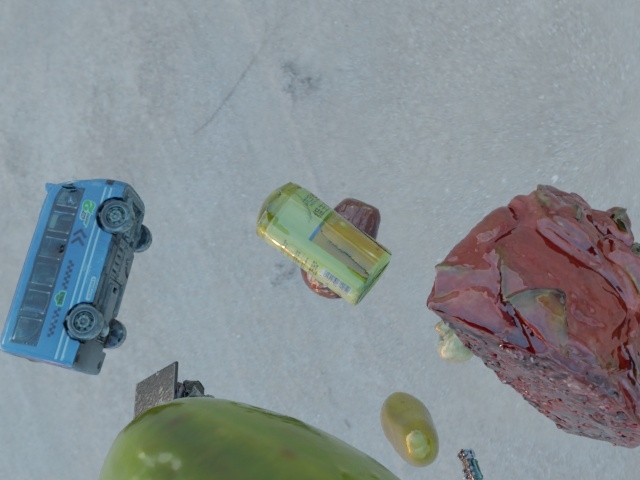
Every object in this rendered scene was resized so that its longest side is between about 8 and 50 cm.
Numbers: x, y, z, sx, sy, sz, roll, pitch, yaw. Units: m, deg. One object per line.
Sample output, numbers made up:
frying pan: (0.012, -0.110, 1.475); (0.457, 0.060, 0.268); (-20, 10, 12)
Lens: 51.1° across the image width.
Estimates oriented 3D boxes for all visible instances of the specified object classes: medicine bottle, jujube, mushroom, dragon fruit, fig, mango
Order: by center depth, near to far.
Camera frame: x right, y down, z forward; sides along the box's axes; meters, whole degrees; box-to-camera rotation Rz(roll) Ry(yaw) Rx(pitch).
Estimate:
fig: (-0.042, 0.256, 0.494); (0.326, 0.258, 0.258); (43, 113, 19)
dragon fruit: (0.267, 0.061, 0.623); (0.152, 0.317, 0.205); (10, 68, 50)
medicine bottle: (0.000, 0.000, 1.153); (0.238, 0.124, 0.124); (37, 112, 7)
mushroom: (0.328, 0.220, 1.578); (0.112, 0.148, 0.148); (41, 113, 6)
jujube: (0.054, 0.019, 1.655); (0.189, 0.190, 0.255); (25, 102, 19)
mango: (0.263, 0.555, 1.941); (0.142, 0.331, 0.195); (-20, 102, -4)

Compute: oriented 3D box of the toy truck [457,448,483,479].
toy truck: (0.386, 0.577, 1.720); (0.039, 0.044, 0.083); (121, 141, -51)

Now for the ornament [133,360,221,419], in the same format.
ornament: (-0.270, 0.367, 1.421); (0.166, 0.196, 0.153); (-32, 50, 36)

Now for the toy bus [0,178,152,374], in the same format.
toy bus: (-0.315, 0.043, 0.874); (0.134, 0.113, 0.247); (10, 74, 3)
